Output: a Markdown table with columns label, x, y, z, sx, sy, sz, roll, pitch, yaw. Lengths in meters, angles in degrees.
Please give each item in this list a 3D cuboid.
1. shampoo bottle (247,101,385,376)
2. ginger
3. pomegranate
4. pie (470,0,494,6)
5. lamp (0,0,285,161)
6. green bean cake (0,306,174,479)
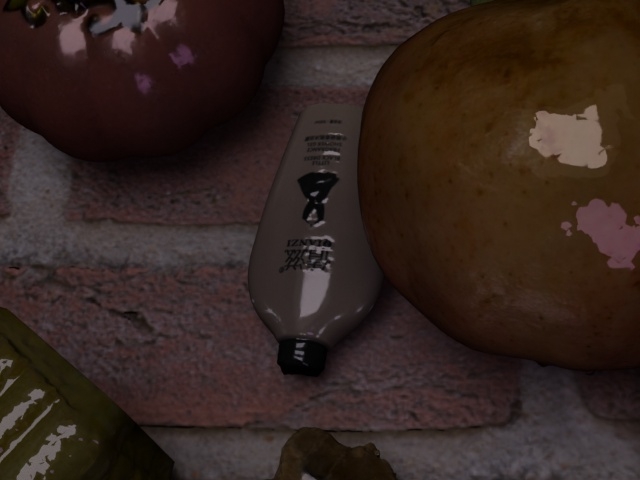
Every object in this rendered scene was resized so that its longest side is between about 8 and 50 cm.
| label | x | y | z | sx | sy | sz | roll | pitch | yaw |
| --- | --- | --- | --- | --- | --- | --- | --- | --- | --- |
| shampoo bottle | 0.000 | 0.000 | 1.059 | 0.127 | 0.078 | 0.257 | 2 | 67 | 14 |
| ginger | 0.044 | 0.233 | 0.938 | 0.333 | 0.081 | 0.148 | 6 | 62 | 6 |
| pomegranate | 0.194 | -0.033 | 0.912 | 0.338 | 0.338 | 0.338 | -5 | 64 | 11 |
| pie | 0.280 | -0.268 | 1.124 | 0.306 | 0.071 | 0.306 | -6 | 63 | 11 |
| lamp | -0.190 | -0.227 | 1.121 | 0.305 | 0.239 | 0.305 | -5 | 63 | 11 |
| green bean cake | -0.242 | 0.156 | 0.958 | 0.233 | 0.236 | 0.124 | 35 | 74 | 23 |
